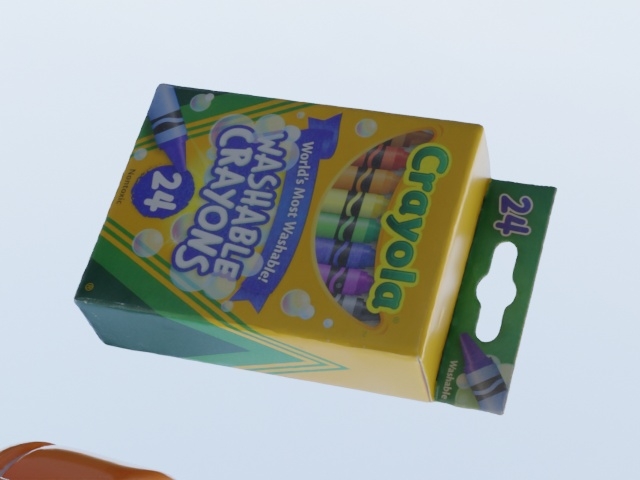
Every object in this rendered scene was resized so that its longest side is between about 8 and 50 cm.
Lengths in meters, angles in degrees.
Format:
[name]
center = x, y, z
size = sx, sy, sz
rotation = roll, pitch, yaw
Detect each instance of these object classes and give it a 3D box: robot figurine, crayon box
[robot figurine]
center = -0.176, 0.216, 1.090
size = 0.219, 0.128, 0.158
rotation = 8, -167, 35
[crayon box]
center = 0.000, 0.000, 1.150
size = 0.323, 0.083, 0.203
rotation = 9, -118, 16
